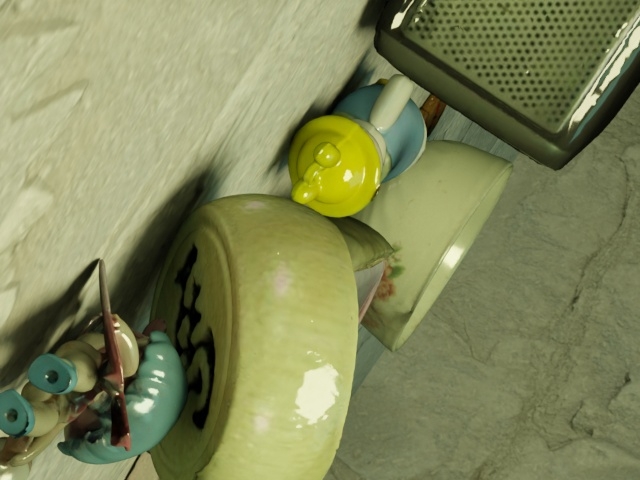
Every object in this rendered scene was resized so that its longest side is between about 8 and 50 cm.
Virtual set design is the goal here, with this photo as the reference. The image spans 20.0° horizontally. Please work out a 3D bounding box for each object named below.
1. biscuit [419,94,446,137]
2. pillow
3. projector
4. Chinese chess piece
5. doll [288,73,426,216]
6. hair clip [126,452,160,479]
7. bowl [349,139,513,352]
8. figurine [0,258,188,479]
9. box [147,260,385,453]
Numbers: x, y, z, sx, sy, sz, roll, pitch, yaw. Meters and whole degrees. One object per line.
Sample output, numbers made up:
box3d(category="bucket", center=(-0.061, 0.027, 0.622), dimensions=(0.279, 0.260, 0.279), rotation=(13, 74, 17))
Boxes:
box3d(category="biscuit", center=(0.129, -0.144, 2.279), dimensions=(0.130, 0.019, 0.119), rotation=(-45, 165, -53))
box3d(category="pillow", center=(0.000, 0.000, 1.735), dimensions=(0.208, 0.119, 0.053), rotation=(-17, 122, -78))
box3d(category="projector", center=(0.256, -0.297, 1.711), dimensions=(0.405, 0.242, 0.395), rotation=(-58, 174, 14))
box3d(category="Chinese chess piece", center=(-0.058, 0.088, 1.404), dimensions=(0.250, 0.101, 0.250), rotation=(-172, -90, -69))
box3d(category="doll", center=(0.035, -0.086, 1.697), dimensions=(0.135, 0.099, 0.241), rotation=(-24, -175, 25))
box3d(category="hair clip", center=(-0.185, 0.311, 1.917), dimensions=(0.331, 0.101, 0.085), rotation=(-58, 175, 20))
box3d(category="bowl", center=(0.108, -0.014, 2.216), dimensions=(0.277, 0.145, 0.277), rotation=(-54, 171, -13))
box3d(category="figurine", center=(-0.172, 0.125, 1.266), dimensions=(0.205, 0.103, 0.260), rotation=(-58, 173, 1))
box3d(category="box", center=(-0.056, 0.098, 1.808), dimensions=(0.190, 0.112, 0.369), rotation=(-61, 171, 18))
